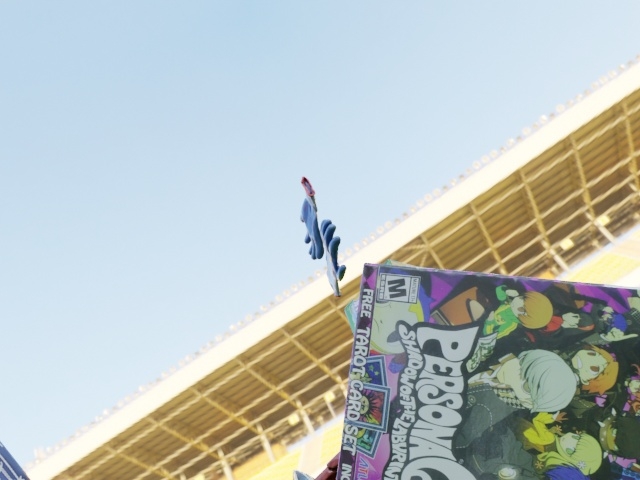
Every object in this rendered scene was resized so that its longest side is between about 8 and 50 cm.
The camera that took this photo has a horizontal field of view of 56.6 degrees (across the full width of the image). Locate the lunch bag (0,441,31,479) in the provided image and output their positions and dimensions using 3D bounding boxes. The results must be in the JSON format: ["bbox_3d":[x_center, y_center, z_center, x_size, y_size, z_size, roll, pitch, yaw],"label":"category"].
[{"bbox_3d":[-0.353,0.212,0.344,0.305,0.256,0.212,-35,-36,-40],"label":"lunch bag"}]

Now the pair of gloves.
[{"bbox_3d":[0.000,0.000,0.972,0.023,0.198,0.159,-16,-43,-11],"label":"pair of gloves"}]

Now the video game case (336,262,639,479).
[{"bbox_3d":[0.116,0.137,0.389,0.210,0.231,0.042,5,-8,24],"label":"video game case"}]

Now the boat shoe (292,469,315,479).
[{"bbox_3d":[-0.028,0.491,1.188,0.043,0.049,0.137,-5,-5,-15],"label":"boat shoe"}]

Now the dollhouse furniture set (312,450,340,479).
[{"bbox_3d":[0.177,0.404,0.849,0.374,0.201,0.152,20,-64,-41],"label":"dollhouse furniture set"}]

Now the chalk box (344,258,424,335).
[{"bbox_3d":[0.146,0.164,1.229,0.132,0.132,0.213,14,-54,-35],"label":"chalk box"}]
